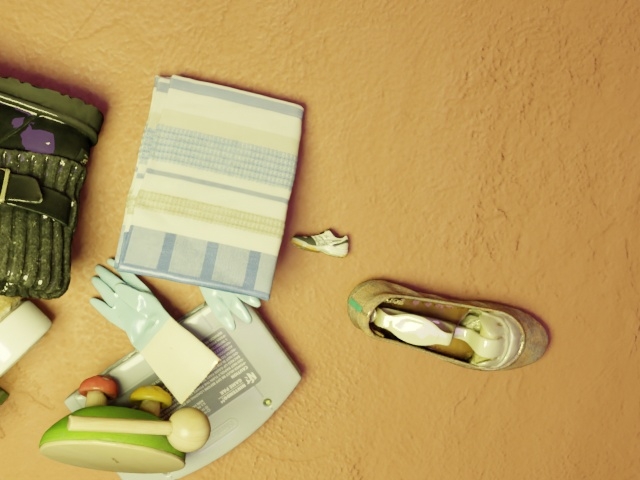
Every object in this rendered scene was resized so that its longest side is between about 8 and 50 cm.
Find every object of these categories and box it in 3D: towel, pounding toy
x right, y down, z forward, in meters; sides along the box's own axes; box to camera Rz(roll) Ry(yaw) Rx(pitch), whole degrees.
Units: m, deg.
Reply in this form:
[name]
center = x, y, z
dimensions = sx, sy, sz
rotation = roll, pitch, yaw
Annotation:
[towel]
center = -0.142, -0.075, 0.949
dimensions = 0.209, 0.034, 0.284
rotation = 11, 73, -7
[pounding toy]
center = -0.249, 0.222, 0.919
dimensions = 0.183, 0.237, 0.110
rotation = 17, 59, -23

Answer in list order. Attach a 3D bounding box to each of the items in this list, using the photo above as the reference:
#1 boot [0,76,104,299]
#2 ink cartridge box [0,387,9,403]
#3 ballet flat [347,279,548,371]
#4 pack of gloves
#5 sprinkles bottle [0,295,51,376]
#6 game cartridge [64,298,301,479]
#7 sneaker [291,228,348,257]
[boot]
center = -0.456, -0.079, 0.877
dimensions = 0.348, 0.131, 0.260
rotation = 14, 76, -8
[ink cartridge box]
center = -0.592, 0.200, 0.933
dimensions = 0.278, 0.117, 0.201
rotation = 43, 81, -10
[ballet flat]
center = 0.192, 0.135, 1.027
dimensions = 0.316, 0.106, 0.107
rotation = 11, 97, -8
[pack of gloves]
center = -0.197, 0.071, 0.986
dimensions = 0.232, 0.046, 0.195
rotation = 43, 100, 16
[sprinkles bottle]
center = -0.518, 0.029, 0.928
dimensions = 0.121, 0.121, 0.355
rotation = -43, 100, 1
[game cartridge]
center = -0.186, 0.219, 1.027
dimensions = 0.294, 0.060, 0.196
rotation = -34, 96, 0
[sneaker]
center = 0.000, 0.000, 1.030
dimensions = 0.083, 0.032, 0.036
rotation = 13, 83, -13
